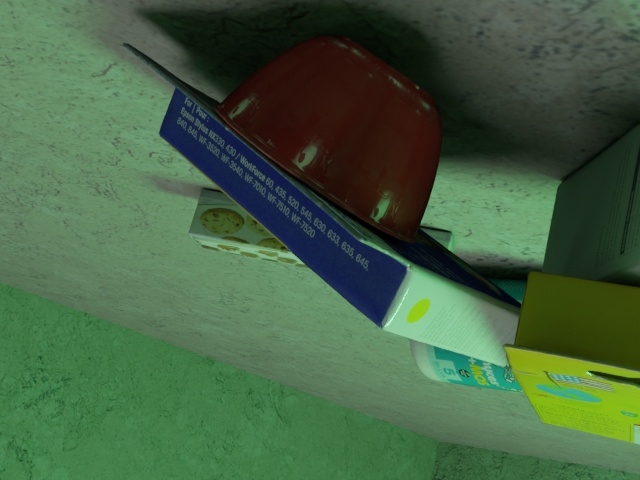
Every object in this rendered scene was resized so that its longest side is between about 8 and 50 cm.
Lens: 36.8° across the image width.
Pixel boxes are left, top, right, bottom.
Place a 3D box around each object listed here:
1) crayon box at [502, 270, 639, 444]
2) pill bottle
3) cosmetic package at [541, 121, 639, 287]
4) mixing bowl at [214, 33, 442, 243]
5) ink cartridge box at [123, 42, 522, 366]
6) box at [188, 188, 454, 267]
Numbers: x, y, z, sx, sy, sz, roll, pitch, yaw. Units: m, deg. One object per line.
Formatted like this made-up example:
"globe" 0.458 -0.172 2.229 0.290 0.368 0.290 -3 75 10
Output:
"crayon box" 0.266 0.104 0.757 0.202 0.081 0.318 10 165 20
"pill bottle" 0.258 0.122 1.237 0.264 0.146 0.146 1 160 38
"cosmetic package" 0.327 0.010 0.787 0.224 0.138 0.224 15 166 -3
"mixing bowl" 0.023 -0.089 0.717 0.181 0.098 0.181 33 -170 -6
"ink cartridge box" 0.002 -0.020 0.808 0.303 0.072 0.307 41 -168 36
"box" 0.000 0.000 1.187 0.324 0.067 0.063 11 165 14
